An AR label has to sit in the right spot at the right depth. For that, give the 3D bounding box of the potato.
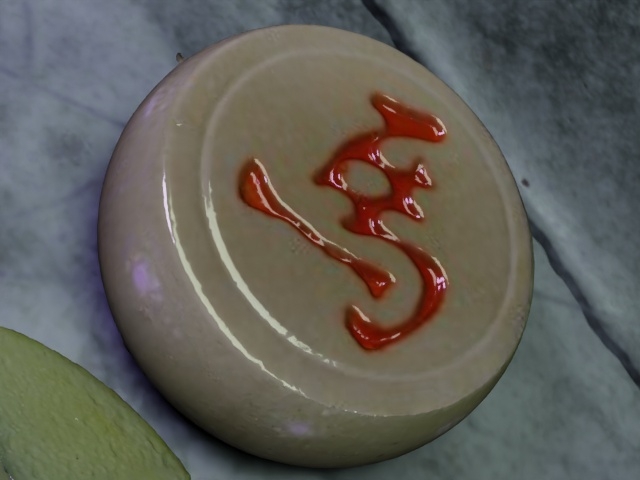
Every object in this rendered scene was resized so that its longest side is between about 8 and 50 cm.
[{"bbox_3d":[-0.158,0.106,0.645,0.149,0.081,0.120,50,21,20],"label":"potato"}]

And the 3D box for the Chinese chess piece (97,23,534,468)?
[{"bbox_3d":[0.000,0.000,0.749,0.273,0.102,0.273,13,61,-24],"label":"Chinese chess piece"}]
